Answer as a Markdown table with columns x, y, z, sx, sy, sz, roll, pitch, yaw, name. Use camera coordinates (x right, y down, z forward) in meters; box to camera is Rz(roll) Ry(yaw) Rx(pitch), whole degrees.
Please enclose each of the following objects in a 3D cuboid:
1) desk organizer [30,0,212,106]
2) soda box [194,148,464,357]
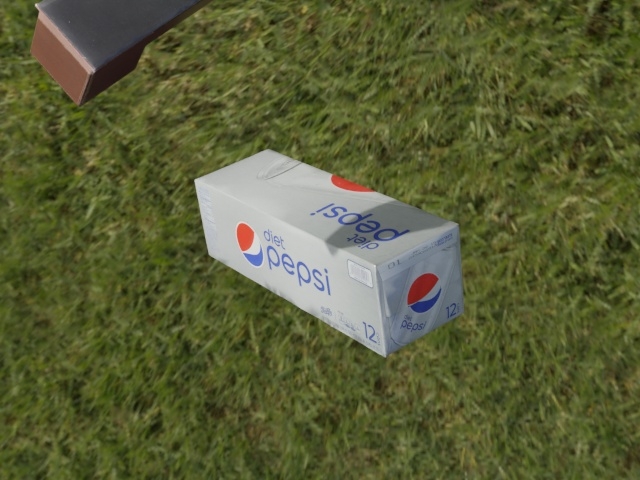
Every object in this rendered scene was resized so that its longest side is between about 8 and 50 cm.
| x | y | z | sx | sy | sz | roll | pitch | yaw | name |
| --- | --- | --- | --- | --- | --- | --- | --- | --- | --- |
| -0.100 | -0.135 | 0.538 | 0.047 | 0.130 | 0.050 | 48 | 150 | -2 | desk organizer |
| 0.000 | 0.000 | 0.875 | 0.098 | 0.286 | 0.091 | -25 | 121 | -29 | soda box |
